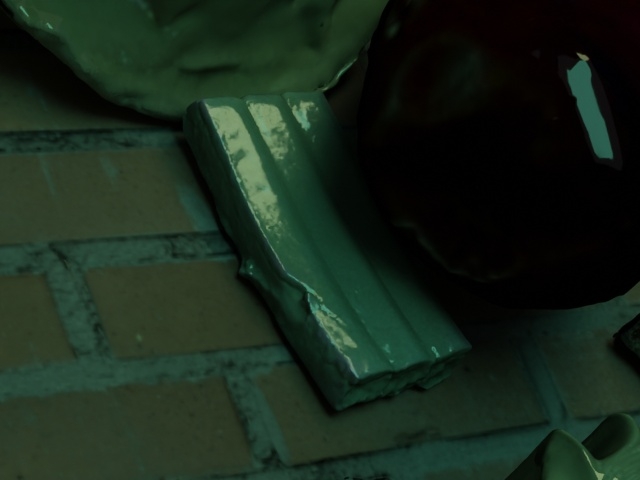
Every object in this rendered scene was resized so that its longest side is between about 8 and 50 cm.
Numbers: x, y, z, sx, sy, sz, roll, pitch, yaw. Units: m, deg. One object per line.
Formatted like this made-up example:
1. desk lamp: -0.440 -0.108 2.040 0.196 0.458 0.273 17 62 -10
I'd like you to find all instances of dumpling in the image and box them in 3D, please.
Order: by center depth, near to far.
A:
1. dumpling: -0.058 -0.234 1.381 0.395 0.233 0.316 -37 112 -35

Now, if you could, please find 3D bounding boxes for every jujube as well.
1. jujube: 0.156 -0.105 1.408 0.258 0.258 0.377 32 27 -10

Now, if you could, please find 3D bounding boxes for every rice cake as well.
1. rice cake: 0.000 0.000 1.358 0.127 0.043 0.237 -11 65 -40

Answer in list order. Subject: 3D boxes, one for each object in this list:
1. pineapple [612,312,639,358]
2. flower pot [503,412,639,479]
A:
1. pineapple: 0.273 0.075 1.458 0.069 0.116 0.137 -14 107 -63
2. flower pot: 0.208 0.292 1.188 0.254 0.164 0.367 23 46 -10
